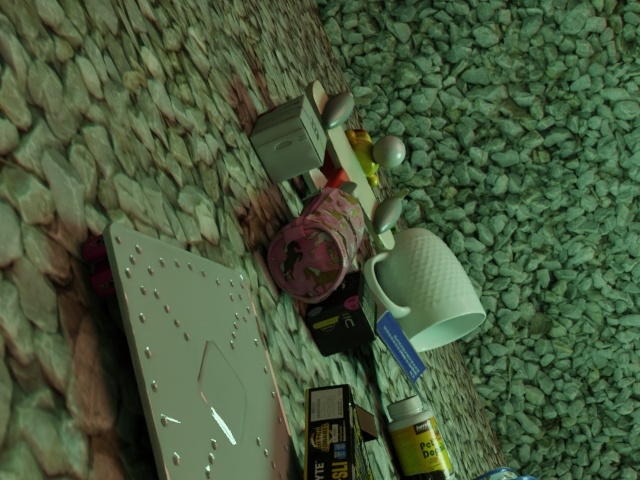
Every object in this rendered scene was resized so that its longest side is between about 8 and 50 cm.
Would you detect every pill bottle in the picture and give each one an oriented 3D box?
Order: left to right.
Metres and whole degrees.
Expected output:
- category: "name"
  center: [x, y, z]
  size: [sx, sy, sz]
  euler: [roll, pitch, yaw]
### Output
- category: "pill bottle"
  center: [0.233, 0.487, 1.944]
  size: [0.117, 0.117, 0.215]
  euler: [14, 55, -74]

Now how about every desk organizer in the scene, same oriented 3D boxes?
- category: "desk organizer"
  center: [0.075, 0.373, 1.646]
  size: [0.130, 0.047, 0.050]
  euler: [46, 28, -58]

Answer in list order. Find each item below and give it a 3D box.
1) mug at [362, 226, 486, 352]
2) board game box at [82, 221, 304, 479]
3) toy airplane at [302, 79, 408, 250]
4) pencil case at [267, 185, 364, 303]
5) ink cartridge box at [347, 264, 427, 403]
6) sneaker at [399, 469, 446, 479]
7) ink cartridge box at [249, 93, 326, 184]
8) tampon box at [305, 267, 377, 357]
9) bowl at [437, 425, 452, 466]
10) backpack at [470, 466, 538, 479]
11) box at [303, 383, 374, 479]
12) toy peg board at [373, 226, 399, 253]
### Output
- category: "mug"
  center: [0.278, 0.138, 2.449]
  size: [0.374, 0.276, 0.328]
  euler: [2, 57, -43]
- category: "board game box"
  center: [-0.143, 0.200, 1.035]
  size: [0.390, 0.050, 0.390]
  euler: [32, 38, -68]
- category: "toy airplane"
  center: [0.092, -0.193, 2.119]
  size: [0.386, 0.272, 0.384]
  euler: [41, 30, -64]
- category: "pencil case"
  center: [0.000, 0.000, 1.702]
  size: [0.167, 0.160, 0.386]
  euler: [34, 17, -1]
- category: "ink cartridge box"
  center: [0.162, 0.216, 2.004]
  size: [0.307, 0.072, 0.304]
  euler: [50, -4, 43]
- category: "sneaker"
  center: [0.194, 0.587, 1.733]
  size: [0.087, 0.130, 0.228]
  euler: [-100, -169, -58]
- category: "ink cartridge box"
  center: [-0.070, -0.231, 1.846]
  size: [0.176, 0.128, 0.127]
  euler: [-81, 147, -64]
- category: "tampon box"
  center: [0.048, 0.152, 1.724]
  size: [0.161, 0.120, 0.101]
  euler: [-78, 145, -68]
- category: "bowl"
  center: [0.321, 0.596, 2.266]
  size: [0.142, 0.053, 0.142]
  euler: [67, 13, -2]
- category: "backpack"
  center: [0.543, 0.793, 2.381]
  size: [0.276, 0.263, 0.213]
  euler: [48, 24, -55]
- category: "box"
  center: [0.044, 0.424, 1.230]
  size: [0.257, 0.079, 0.322]
  euler: [-94, 171, -57]
- category: "toy peg board"
  center: [0.247, 0.024, 2.827]
  size: [0.161, 0.079, 0.161]
  euler: [52, 20, -49]
